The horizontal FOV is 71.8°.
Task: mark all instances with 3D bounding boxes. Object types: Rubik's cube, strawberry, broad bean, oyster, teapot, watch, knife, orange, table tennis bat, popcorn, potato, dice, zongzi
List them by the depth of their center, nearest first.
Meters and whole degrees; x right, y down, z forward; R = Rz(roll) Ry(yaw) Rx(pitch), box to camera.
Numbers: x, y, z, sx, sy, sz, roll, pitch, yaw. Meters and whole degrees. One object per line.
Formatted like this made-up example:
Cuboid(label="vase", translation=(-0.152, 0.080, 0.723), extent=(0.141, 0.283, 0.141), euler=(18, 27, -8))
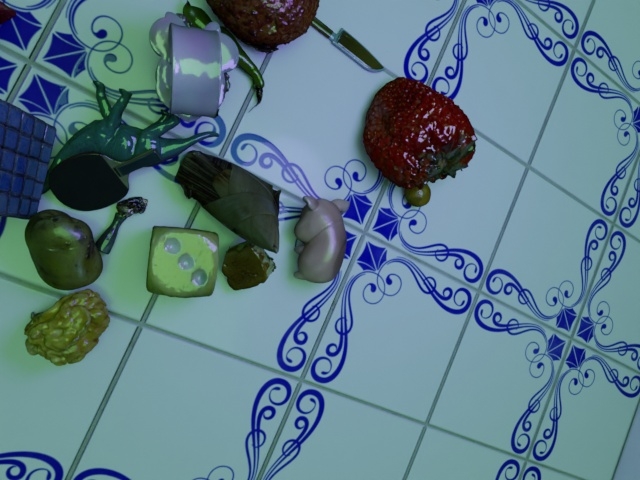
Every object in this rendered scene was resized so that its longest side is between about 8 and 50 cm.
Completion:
Cuboid(label="Rubik's cube", translation=(-0.748, -0.180, 0.927), extent=(0.238, 0.237, 0.237), euler=(11, 91, -5))
Cuboid(label="watch", translation=(-0.280, -0.404, 1.012), extent=(0.210, 0.217, 0.248), euler=(1, 98, -23))
Cuboid(label="potato", translation=(-0.610, 0.022, 1.051), extent=(0.137, 0.154, 0.200), euler=(-24, 128, -31))
Cuboid(label="popcorn", translation=(-0.610, 0.220, 1.077), extent=(0.194, 0.140, 0.163), euler=(-27, 96, -15))
Cuboid(label="table tennis bat", translation=(-0.525, -0.160, 1.089), extent=(0.274, 0.021, 0.154), euler=(-23, 134, 0))
Cuboid(label="zongzi", translation=(-0.228, -0.098, 1.109), extent=(0.289, 0.317, 0.154), euler=(27, 103, -19))
Cuboid(label="teapot", translation=(-0.539, -0.022, 1.139), extent=(0.043, 0.043, 0.111), euler=(28, 81, -19))
Cuboid(label="dice", translation=(-0.356, 0.053, 1.141), extent=(0.166, 0.169, 0.169), euler=(5, 91, -20))
Cuboid(label="oyster", translation=(-0.488, -0.092, 1.154), extent=(0.083, 0.019, 0.054), euler=(-28, 81, -43))
Cuboid(label="broad bean", translation=(-0.256, -0.513, 1.206), extent=(0.098, 0.056, 0.318), euler=(-45, 107, -28))
Cuboid(label="strawberry", translation=(0.278, -0.336, 1.325), extent=(0.312, 0.267, 0.351), euler=(-19, 75, -13))
Cuboid(label="knife", translation=(0.062, -0.614, 1.337), extent=(0.343, 0.027, 0.061), euler=(32, 78, -19))
Cuboid(label="orange", translation=(0.311, -0.155, 1.422), extent=(0.085, 0.085, 0.095), euler=(-36, 98, -15))

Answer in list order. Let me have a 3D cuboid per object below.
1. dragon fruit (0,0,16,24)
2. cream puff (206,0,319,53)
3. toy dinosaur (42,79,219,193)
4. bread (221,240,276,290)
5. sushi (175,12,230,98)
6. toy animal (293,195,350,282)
Cuboid(label="dragon fruit", translation=(-0.811, -0.481, 0.935), extent=(0.134, 0.211, 0.262), euler=(46, 72, -24))
Cuboid(label="cream puff", translation=(-0.143, -0.691, 1.148), extent=(0.350, 0.228, 0.350), euler=(1, 87, -14))
Cuboid(label="toy dinosaur", translation=(-0.501, -0.200, 1.128), extent=(0.383, 0.129, 0.331), euler=(22, 96, -21))
Cuboid(label="bread", translation=(-0.205, 0.065, 1.221), extent=(0.140, 0.069, 0.128), euler=(-19, 109, 25))
Cuboid(label="sushi", translation=(-0.353, -0.445, 1.148), extent=(0.161, 0.107, 0.241), euler=(-41, 111, -16))
Cuboid(label="toy animal", translation=(0.000, 0.000, 1.276), extent=(0.166, 0.154, 0.250), euler=(-5, 95, -62))
